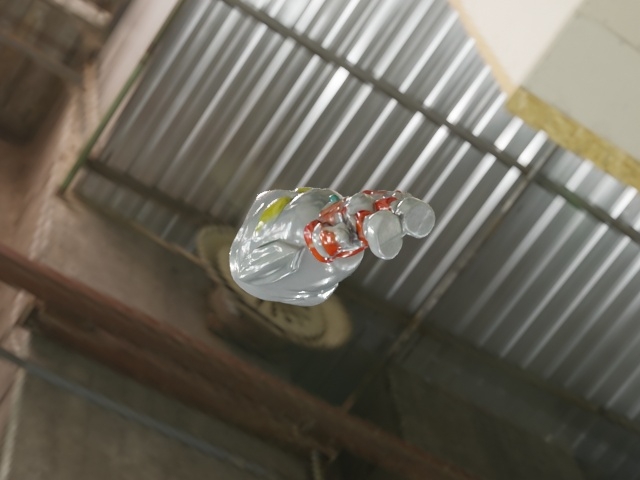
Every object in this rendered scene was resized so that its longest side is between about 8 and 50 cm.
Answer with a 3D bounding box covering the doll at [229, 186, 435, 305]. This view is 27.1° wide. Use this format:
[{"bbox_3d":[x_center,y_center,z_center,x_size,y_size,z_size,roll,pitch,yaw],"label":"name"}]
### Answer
[{"bbox_3d":[0.000,0.000,0.812,0.094,0.180,0.079,-32,-80,-35],"label":"doll"}]
